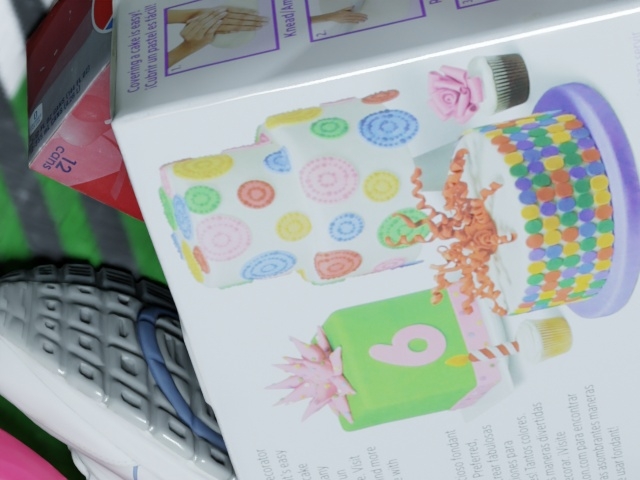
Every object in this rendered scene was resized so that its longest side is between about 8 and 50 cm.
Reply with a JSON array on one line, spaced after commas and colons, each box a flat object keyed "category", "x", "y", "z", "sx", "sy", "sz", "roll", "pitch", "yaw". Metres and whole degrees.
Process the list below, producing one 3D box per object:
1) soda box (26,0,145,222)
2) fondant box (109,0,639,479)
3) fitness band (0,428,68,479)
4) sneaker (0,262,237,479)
[{"category": "soda box", "x": -0.014, "y": -0.125, "z": 0.732, "sx": 0.083, "sy": 0.092, "sz": 0.263, "roll": 27, "pitch": 123, "yaw": -28}, {"category": "fondant box", "x": 0.109, "y": -0.013, "z": 0.716, "sx": 0.330, "sy": 0.096, "sz": 0.238, "roll": -13, "pitch": 129, "yaw": 3}, {"category": "fitness band", "x": -0.169, "y": 0.195, "z": 0.849, "sx": 0.209, "sy": 0.054, "sz": 0.291, "roll": -38, "pitch": 107, "yaw": 20}, {"category": "sneaker", "x": -0.058, "y": 0.126, "z": 0.879, "sx": 0.129, "sy": 0.111, "sz": 0.297, "roll": -40, "pitch": 115, "yaw": 22}]
